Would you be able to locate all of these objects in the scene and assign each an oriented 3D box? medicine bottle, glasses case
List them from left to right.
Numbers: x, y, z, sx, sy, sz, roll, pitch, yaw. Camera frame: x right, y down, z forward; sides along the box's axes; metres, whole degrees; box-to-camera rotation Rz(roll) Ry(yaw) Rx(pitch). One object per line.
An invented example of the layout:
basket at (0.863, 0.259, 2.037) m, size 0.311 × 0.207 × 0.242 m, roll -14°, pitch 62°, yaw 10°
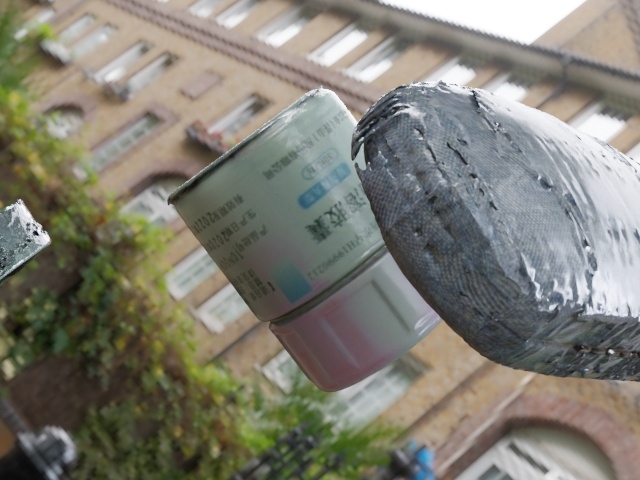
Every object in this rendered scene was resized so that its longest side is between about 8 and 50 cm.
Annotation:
medicine bottle at (0.000, 0.000, 0.849) m, size 0.168 × 0.135 × 0.135 m, roll 54°, pitch -14°, yaw -6°
glasses case at (0.108, 0.003, 0.531) m, size 0.282 × 0.067 × 0.109 m, roll 10°, pitch 47°, yaw -54°

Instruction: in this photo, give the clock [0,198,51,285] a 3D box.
clock at (-0.302, 0.052, 0.961) m, size 0.049 × 0.226 × 0.226 m, roll 53°, pitch -14°, yaw -5°
